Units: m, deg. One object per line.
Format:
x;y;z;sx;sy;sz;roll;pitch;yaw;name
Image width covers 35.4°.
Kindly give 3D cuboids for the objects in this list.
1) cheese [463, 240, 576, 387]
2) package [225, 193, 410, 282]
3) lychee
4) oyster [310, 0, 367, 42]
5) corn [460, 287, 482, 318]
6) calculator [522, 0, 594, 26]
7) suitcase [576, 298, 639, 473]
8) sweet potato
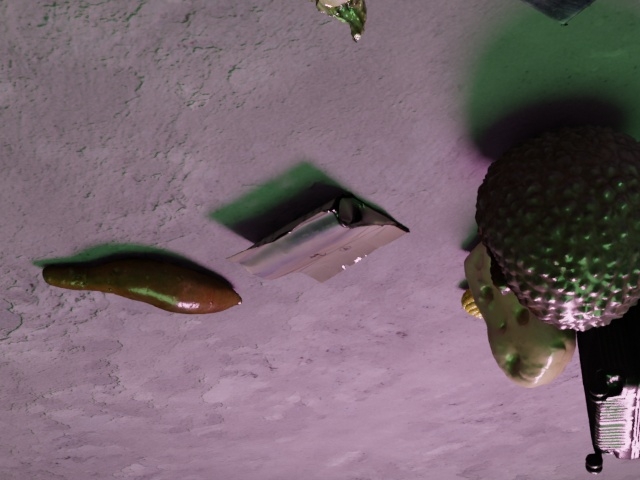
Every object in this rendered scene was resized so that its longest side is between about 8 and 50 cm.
0.327;0.110;1.658;0.093;0.262;0.159;-6;155;-29;cheese
0.000;0.000;1.604;0.204;0.062;0.251;-27;158;28;package
0.361;-0.017;1.417;0.300;0.299;0.300;-6;150;-4;lychee
-0.004;-0.310;1.092;0.106;0.061;0.199;7;148;8;oyster
0.330;0.085;1.817;0.085;0.063;0.165;30;135;-14;corn
0.252;-0.336;1.124;0.262;0.021;0.161;19;141;-38;calculator
0.475;0.160;1.567;0.152;0.335;0.229;-3;136;9;suitcase
-0.273;0.077;1.638;0.346;0.079;0.108;11;157;-24;sweet potato
